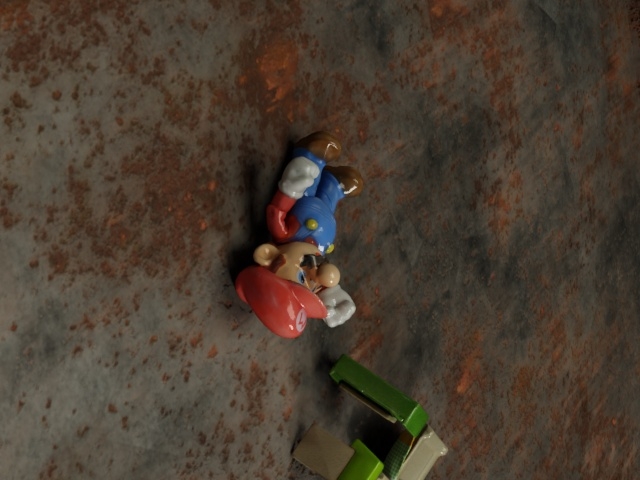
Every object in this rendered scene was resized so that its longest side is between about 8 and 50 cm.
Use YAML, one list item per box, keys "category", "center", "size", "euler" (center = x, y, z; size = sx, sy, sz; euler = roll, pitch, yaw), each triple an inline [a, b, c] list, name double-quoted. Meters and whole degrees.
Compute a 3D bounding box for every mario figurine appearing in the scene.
- category: "mario figurine"
  center: [0.000, 0.000, 1.798]
  size: [0.198, 0.170, 0.320]
  euler: [27, 56, -15]

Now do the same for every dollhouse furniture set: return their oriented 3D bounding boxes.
- category: "dollhouse furniture set"
  center: [0.076, 0.342, 2.017]
  size: [0.197, 0.151, 0.301]
  euler: [-55, 154, -10]
